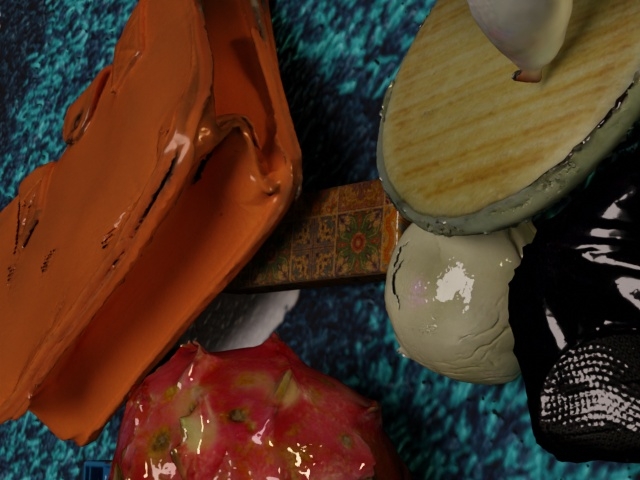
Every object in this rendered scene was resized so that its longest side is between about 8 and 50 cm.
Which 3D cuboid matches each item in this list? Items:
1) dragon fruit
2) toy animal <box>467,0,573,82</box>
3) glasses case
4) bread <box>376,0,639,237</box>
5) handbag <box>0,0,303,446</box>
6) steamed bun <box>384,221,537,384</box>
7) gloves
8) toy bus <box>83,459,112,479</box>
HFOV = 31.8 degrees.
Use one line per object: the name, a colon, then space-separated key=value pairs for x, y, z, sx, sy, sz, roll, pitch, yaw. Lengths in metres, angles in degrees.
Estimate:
dragon fruit: x=-0.028 y=0.184 z=0.810 sx=0.268 sy=0.210 sz=0.205 roll=39 pitch=144 yaw=2
toy animal: x=0.081 y=-0.259 z=0.676 sx=0.310 sy=0.247 sz=0.182 roll=-67 pitch=2 yaw=-48
glasses case: x=0.000 y=0.000 z=0.908 sx=0.218 sy=0.049 sz=0.075 roll=-8 pitch=75 yaw=46
bread: x=0.135 y=-0.120 z=0.732 sx=0.267 sy=0.040 sz=0.267 roll=-38 pitch=35 yaw=34
handbag: x=-0.180 y=-0.034 z=1.011 sx=0.410 sy=0.116 sz=0.303 roll=-49 pitch=37 yaw=31
steamed bun: x=0.099 y=0.034 z=0.769 sx=0.113 sy=0.091 sz=0.129 roll=15 pitch=95 yaw=45
gloves: x=0.221 y=0.018 z=0.592 sx=0.301 sy=0.152 sz=0.197 roll=145 pitch=117 yaw=-67
toy bus: x=-0.163 y=0.289 z=1.014 sx=0.106 sy=0.090 sz=0.184 roll=-9 pitch=76 yaw=46
